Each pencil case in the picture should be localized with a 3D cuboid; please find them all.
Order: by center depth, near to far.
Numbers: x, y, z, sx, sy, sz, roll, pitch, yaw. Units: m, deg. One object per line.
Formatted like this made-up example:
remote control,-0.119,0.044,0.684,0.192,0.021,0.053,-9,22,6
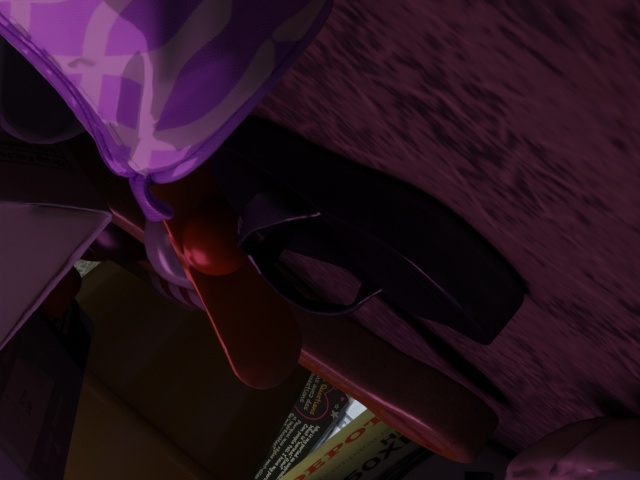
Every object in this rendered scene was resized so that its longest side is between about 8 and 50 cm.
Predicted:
pencil case,-0.091,-0.104,0.446,0.206,0.088,0.086,41,163,-14

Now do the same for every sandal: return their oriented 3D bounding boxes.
sandal,0.000,0.000,0.746,0.097,0.054,0.254,43,173,-20

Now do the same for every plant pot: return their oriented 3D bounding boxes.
plant pot,-0.121,0.106,1.321,0.254,0.239,0.254,41,173,6

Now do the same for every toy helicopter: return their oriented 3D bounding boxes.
toy helicopter,-0.043,0.022,0.963,0.355,0.140,0.235,33,165,-7

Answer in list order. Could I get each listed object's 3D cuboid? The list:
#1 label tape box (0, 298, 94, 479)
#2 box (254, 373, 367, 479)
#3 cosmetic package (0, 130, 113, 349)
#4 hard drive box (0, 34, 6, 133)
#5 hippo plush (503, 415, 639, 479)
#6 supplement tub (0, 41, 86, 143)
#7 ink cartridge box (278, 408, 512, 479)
label tape box,-0.293,0.004,1.037,0.347,0.115,0.249,56,-169,-20
box,-0.004,0.215,1.695,0.142,0.163,0.247,32,170,32
cosmetic package,-0.260,-0.082,0.868,0.153,0.129,0.296,7,-139,-53
hard drive box,-0.208,-0.114,0.608,0.089,0.181,0.232,-11,-147,-39
hippo plush,0.138,0.234,0.715,0.294,0.236,0.234,46,171,-36
supplement tub,-0.164,-0.114,0.716,0.198,0.106,0.106,34,171,38
ink cartridge box,0.053,0.292,1.251,0.166,0.285,0.395,55,171,-15
